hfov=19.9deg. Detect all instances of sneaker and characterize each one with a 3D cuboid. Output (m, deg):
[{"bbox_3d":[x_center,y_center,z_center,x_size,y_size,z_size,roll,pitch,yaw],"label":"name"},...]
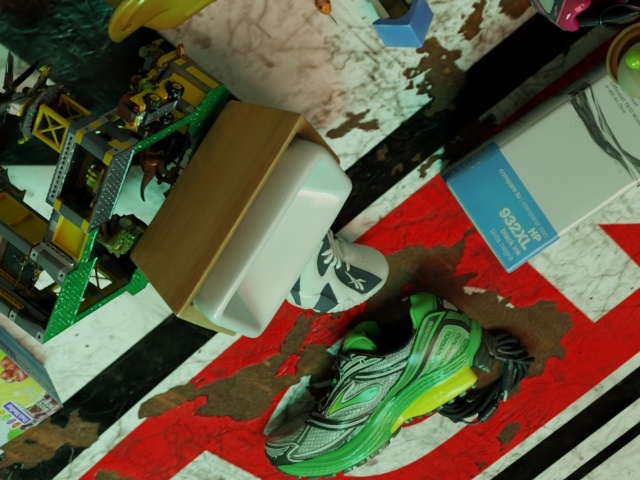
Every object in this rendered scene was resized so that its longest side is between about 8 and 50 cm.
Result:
[{"bbox_3d":[0.000,0.000,2.096,0.235,0.094,0.153,7,138,-27],"label":"sneaker"},{"bbox_3d":[0.353,-0.283,2.007,0.299,0.112,0.121,-12,140,-25],"label":"sneaker"},{"bbox_3d":[0.055,0.181,2.350,0.343,0.134,0.146,-38,107,19],"label":"sneaker"}]

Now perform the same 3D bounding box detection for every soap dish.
[{"bbox_3d":[-0.078,-0.020,1.878,0.229,0.118,0.291,-58,169,-1],"label":"soap dish"}]

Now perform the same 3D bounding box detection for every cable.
[{"bbox_3d":[0.222,0.189,2.513,0.150,0.047,0.184,-36,143,6],"label":"cable"}]

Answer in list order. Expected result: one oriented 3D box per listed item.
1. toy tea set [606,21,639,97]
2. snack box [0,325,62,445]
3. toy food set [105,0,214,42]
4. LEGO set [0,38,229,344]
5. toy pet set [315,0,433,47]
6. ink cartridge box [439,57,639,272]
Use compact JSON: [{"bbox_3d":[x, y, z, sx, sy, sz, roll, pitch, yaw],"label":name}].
[{"bbox_3d":[0.399,-0.297,1.856,0.124,0.200,0.336,29,78,-47],"label":"toy tea set"},{"bbox_3d":[-0.420,0.183,2.031,0.207,0.070,0.174,-32,144,3],"label":"snack box"},{"bbox_3d":[-0.123,-0.275,1.726,0.218,0.071,0.128,-33,168,6],"label":"toy food set"},{"bbox_3d":[-0.256,-0.074,1.811,0.255,0.192,0.331,-40,160,-43],"label":"LEGO set"},{"bbox_3d":[0.065,-0.246,1.883,0.122,0.065,0.114,-33,144,2],"label":"toy pet set"},{"bbox_3d":[0.298,-0.109,2.069,0.307,0.129,0.223,-35,-178,4],"label":"ink cartridge box"}]
